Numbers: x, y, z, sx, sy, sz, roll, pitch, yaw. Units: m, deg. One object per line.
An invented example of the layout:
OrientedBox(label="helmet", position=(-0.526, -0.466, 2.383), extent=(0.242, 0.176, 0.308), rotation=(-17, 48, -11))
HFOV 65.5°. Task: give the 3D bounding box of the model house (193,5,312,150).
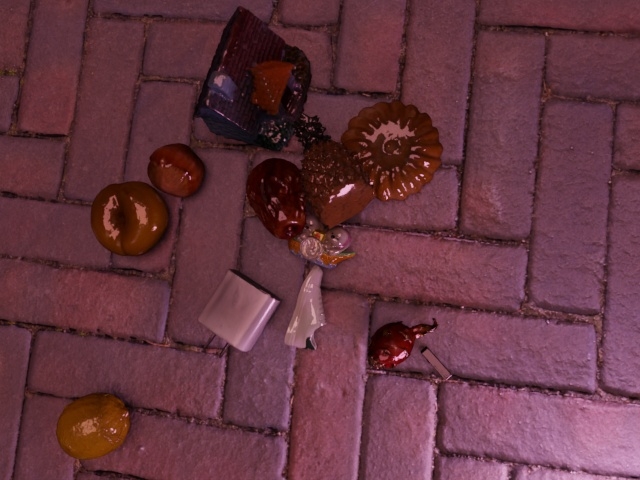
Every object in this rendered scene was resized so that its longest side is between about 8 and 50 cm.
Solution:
OrientedBox(label="model house", position=(-0.213, -0.504, 1.500), extent=(0.298, 0.339, 0.359), rotation=(19, 87, 10))

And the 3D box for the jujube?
OrientedBox(label="jujube", position=(-0.124, -0.128, 1.510), extent=(0.190, 0.190, 0.255), rotation=(-25, 57, 4))

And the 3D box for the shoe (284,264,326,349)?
OrientedBox(label="shoe", position=(-0.022, 0.212, 1.530), extent=(0.110, 0.095, 0.264), rotation=(22, 96, 8))

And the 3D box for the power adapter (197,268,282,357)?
OrientedBox(label="power adapter", position=(-0.265, 0.240, 1.538), extent=(0.187, 0.124, 0.255), rotation=(32, 89, 10))

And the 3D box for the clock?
OrientedBox(label="clock", position=(0.000, 0.000, 1.540), extent=(0.231, 0.103, 0.144), rotation=(22, 96, 9))

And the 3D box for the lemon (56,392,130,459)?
OrientedBox(label="lemon", position=(-0.694, 0.566, 1.519), extent=(0.231, 0.192, 0.192), rotation=(-18, 83, 1))

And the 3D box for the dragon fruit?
OrientedBox(label="dragon fruit", position=(0.246, 0.295, 1.481), extent=(0.246, 0.125, 0.125), rotation=(-23, 69, -10))

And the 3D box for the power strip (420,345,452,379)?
OrientedBox(label="power strip", position=(0.346, 0.369, 1.495), extent=(0.029, 0.038, 0.111), rotation=(-42, 80, 2))

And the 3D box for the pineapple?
OrientedBox(label="pineapple", position=(0.012, -0.229, 1.483), extent=(0.202, 0.202, 0.361), rotation=(-27, 62, 3))

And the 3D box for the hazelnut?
OrientedBox(label="hazelnut", position=(-0.463, -0.231, 1.587), extent=(0.182, 0.182, 0.181), rotation=(-1, 84, 7))

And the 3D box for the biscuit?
OrientedBox(label="biscuit", position=(0.219, -0.284, 1.547), extent=(0.326, 0.107, 0.325), rotation=(-1, 82, 4))

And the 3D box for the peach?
OrientedBox(label="peach", position=(-0.613, -0.070, 1.598), extent=(0.252, 0.153, 0.250), rotation=(-2, 78, 11))
